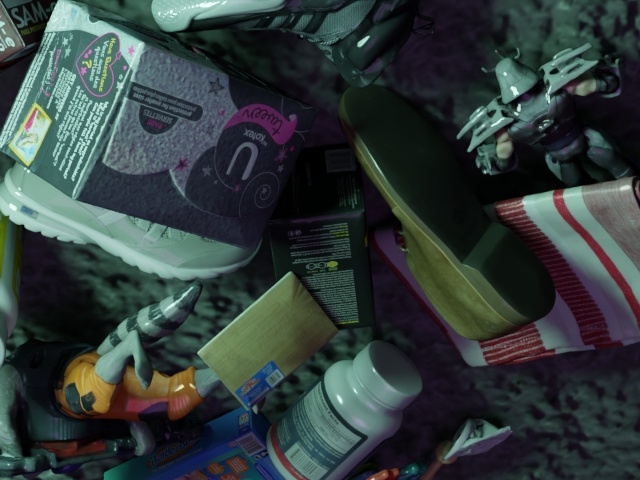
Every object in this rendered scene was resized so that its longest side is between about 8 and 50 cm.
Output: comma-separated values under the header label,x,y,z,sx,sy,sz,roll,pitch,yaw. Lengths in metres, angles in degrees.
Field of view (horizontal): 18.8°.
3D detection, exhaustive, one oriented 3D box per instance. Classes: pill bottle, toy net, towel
label,x,y,z,sx,sy,sz,roll,pitch,yaw
pill bottle,0.031,0.200,2.219,0.108,0.108,0.180,29,121,-26
toy net,0.113,0.257,2.294,0.232,0.045,0.122,-27,158,5
pill bottle,-0.367,0.044,1.987,0.119,0.208,0.119,-3,129,-3
towel,0.241,0.041,2.074,0.329,0.037,0.237,-11,133,35

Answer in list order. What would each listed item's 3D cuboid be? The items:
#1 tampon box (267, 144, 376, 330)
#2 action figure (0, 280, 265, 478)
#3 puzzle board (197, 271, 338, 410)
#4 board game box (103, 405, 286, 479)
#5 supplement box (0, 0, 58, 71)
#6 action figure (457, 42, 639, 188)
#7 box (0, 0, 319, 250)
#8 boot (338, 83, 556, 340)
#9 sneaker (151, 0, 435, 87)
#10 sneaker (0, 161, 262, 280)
label,x,y,z,sx,sy,sz,roll,pitch,yaw
tampon box,0.000,0.000,2.041,0.101,0.120,0.161,-6,130,1
action figure,-0.223,0.155,2.117,0.330,0.178,0.341,-12,175,35
puzzle board,-0.054,0.104,2.005,0.128,0.011,0.096,-41,125,-5
board game box,-0.130,0.297,2.323,0.210,0.047,0.160,-26,127,16
supplement box,-0.370,-0.166,1.856,0.239,0.130,0.073,-29,95,18
action figure,0.259,-0.099,2.005,0.185,0.099,0.285,-29,123,27
box,-0.150,-0.107,1.841,0.247,0.142,0.163,17,100,-48
boot,0.103,-0.022,1.995,0.305,0.112,0.115,52,139,-2
sneaker,-0.019,-0.213,1.874,0.269,0.101,0.153,-15,127,4
sneaker,-0.185,-0.041,2.002,0.281,0.105,0.115,14,120,-20
